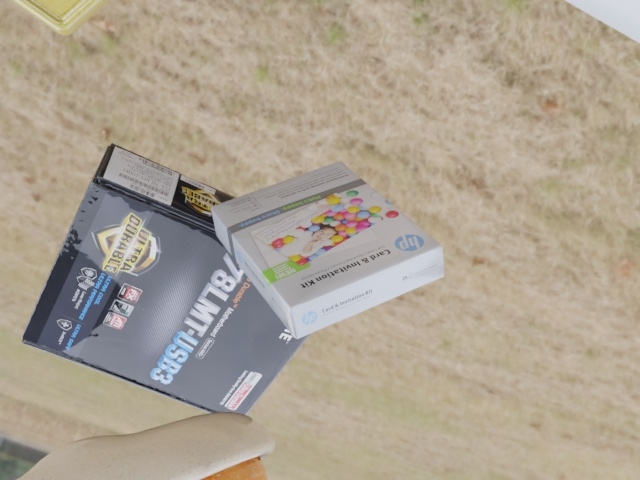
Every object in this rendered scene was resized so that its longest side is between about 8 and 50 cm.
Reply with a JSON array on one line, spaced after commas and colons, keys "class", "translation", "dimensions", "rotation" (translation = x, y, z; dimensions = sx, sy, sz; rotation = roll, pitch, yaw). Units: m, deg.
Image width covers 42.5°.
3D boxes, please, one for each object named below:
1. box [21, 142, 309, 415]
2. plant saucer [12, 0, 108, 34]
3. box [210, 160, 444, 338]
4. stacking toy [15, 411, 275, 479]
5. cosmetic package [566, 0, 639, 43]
[{"class": "box", "translation": [-0.161, 0.066, 0.954], "dimensions": [0.293, 0.073, 0.295], "rotation": [25, 129, -15]}, {"class": "plant saucer", "translation": [-0.414, -0.476, 1.260], "dimensions": [0.333, 0.081, 0.333], "rotation": [-32, 140, 24]}, {"class": "box", "translation": [0.000, 0.000, 0.749], "dimensions": [0.186, 0.145, 0.038], "rotation": [48, 153, 49]}, {"class": "stacking toy", "translation": [-0.108, 0.384, 0.535], "dimensions": [0.351, 0.479, 0.350], "rotation": [-25, 166, -7]}, {"class": "cosmetic package", "translation": [0.305, -0.337, 0.790], "dimensions": [0.453, 0.161, 0.230], "rotation": [17, 175, -28]}]
